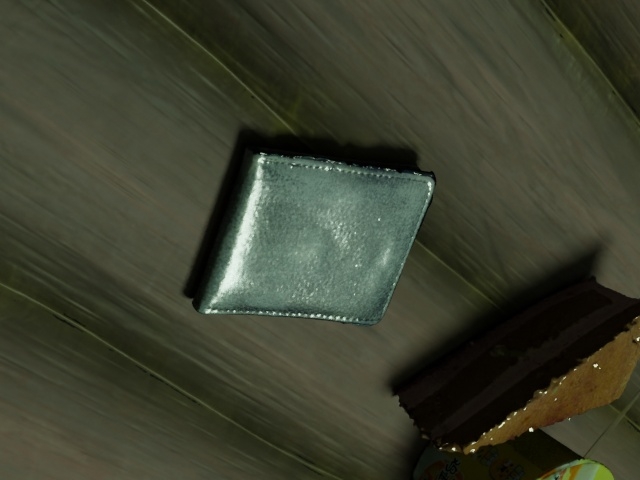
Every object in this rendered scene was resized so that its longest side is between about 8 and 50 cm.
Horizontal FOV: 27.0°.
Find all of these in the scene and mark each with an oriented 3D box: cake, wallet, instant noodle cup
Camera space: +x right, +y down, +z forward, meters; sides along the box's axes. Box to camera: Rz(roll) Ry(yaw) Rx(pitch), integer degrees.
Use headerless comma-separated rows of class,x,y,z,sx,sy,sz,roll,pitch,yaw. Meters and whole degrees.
cake,0.223,0.149,1.431,0.295,0.116,0.113,-23,129,-25
wallet,-0.001,-0.001,1.221,0.222,0.036,0.167,5,115,-37
instant noodle cup,0.207,0.284,1.485,0.205,0.153,0.205,-20,130,-26
